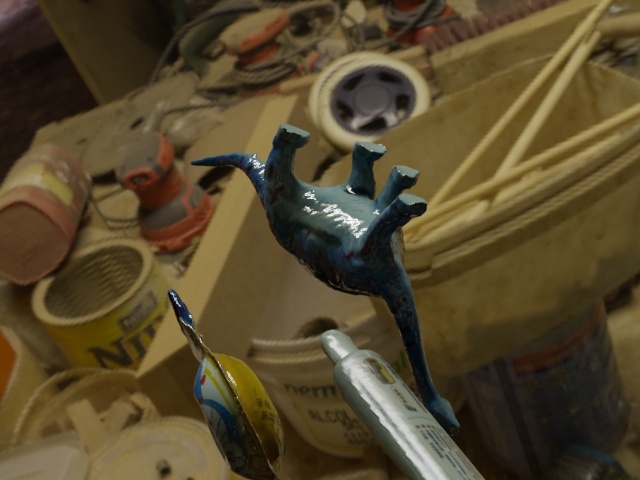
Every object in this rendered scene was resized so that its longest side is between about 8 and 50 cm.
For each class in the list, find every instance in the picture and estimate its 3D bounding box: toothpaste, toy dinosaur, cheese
[{"bbox_3d":[0.065,0.130,0.540,0.037,0.067,0.255,-54,41,8],"label":"toothpaste"},{"bbox_3d":[0.018,-0.016,0.667,0.076,0.144,0.329,-16,52,-46],"label":"toy dinosaur"},{"bbox_3d":[-0.108,0.170,1.004,0.069,0.177,0.270,-26,57,-14],"label":"cheese"}]
